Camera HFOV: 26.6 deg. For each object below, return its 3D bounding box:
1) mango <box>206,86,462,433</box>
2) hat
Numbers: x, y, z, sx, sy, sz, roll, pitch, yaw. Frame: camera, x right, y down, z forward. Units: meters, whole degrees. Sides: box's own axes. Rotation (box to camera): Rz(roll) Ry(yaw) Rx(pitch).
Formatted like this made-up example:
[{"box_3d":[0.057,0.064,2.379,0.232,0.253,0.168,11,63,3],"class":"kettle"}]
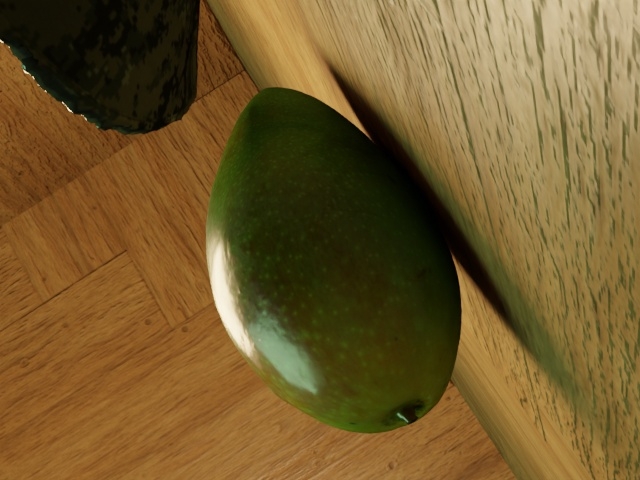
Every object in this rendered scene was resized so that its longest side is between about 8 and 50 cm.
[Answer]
[{"box_3d":[0.000,0.000,1.184,0.225,0.201,0.382,29,-151,-38],"class":"mango"},{"box_3d":[-0.071,-0.179,0.560,0.265,0.128,0.265,60,-167,-24],"class":"hat"}]
